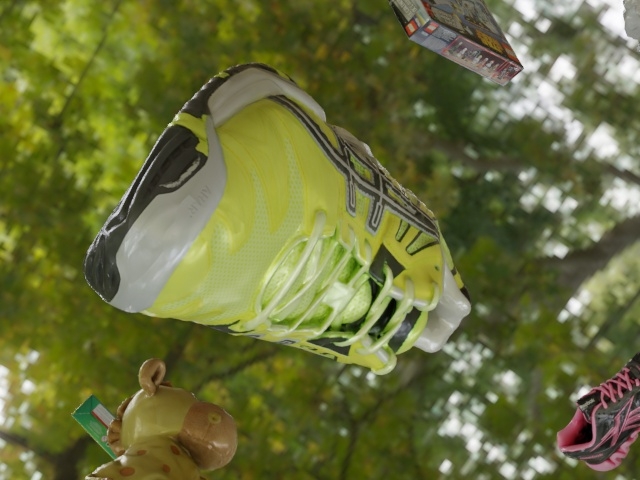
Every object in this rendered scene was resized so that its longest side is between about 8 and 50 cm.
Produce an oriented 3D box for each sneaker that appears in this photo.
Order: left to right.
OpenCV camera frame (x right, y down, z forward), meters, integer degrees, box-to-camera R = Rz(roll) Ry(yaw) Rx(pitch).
[{"bbox_3d":[0.000,0.000,0.887,0.147,0.145,0.384,39,-167,15],"label":"sneaker"},{"bbox_3d":[0.212,0.116,1.097,0.057,0.119,0.047,16,-153,-33],"label":"sneaker"}]

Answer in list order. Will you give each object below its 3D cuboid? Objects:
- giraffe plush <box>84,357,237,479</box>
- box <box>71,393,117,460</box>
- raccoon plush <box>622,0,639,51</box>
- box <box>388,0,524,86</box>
[{"bbox_3d":[-0.147,0.219,1.482,0.210,0.181,0.170,24,-129,-12],"label":"giraffe plush"},{"bbox_3d":[-0.242,0.274,1.961,0.105,0.043,0.179,40,166,30],"label":"box"},{"bbox_3d":[0.417,-0.317,1.196,0.299,0.446,0.216,5,162,19],"label":"raccoon plush"},{"bbox_3d":[0.103,-0.186,1.261,0.137,0.027,0.094,18,-142,-48],"label":"box"}]
